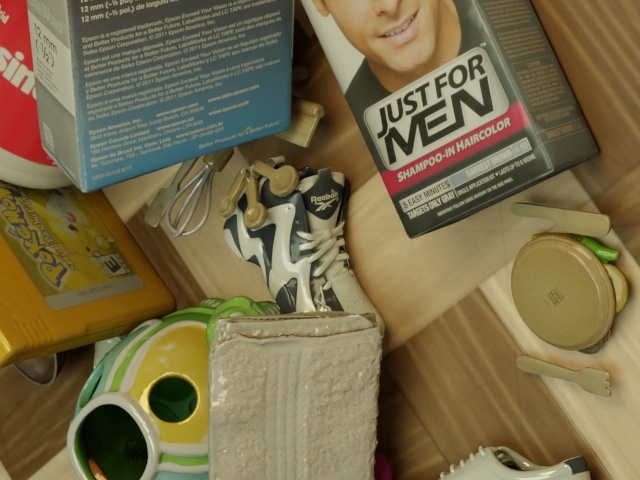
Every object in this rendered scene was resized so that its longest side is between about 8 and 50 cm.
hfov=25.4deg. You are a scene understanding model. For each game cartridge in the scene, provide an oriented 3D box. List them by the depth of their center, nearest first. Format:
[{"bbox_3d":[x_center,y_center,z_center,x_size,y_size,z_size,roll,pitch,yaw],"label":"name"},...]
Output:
[{"bbox_3d":[-0.341,-0.001,1.665,0.053,0.324,0.285,-41,78,23],"label":"game cartridge"}]

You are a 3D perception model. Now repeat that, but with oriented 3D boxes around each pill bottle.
[{"bbox_3d":[-0.266,-0.267,1.602,0.229,0.229,0.407,51,125,14],"label":"pill bottle"}]

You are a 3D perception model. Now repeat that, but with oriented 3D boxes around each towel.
[{"bbox_3d":[-0.028,0.209,1.525,0.049,0.187,0.282,-119,27,-67],"label":"towel"}]

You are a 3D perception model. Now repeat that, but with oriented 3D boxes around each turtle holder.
[{"bbox_3d":[-0.145,0.201,1.637,0.320,0.227,0.243,-16,91,36],"label":"turtle holder"}]

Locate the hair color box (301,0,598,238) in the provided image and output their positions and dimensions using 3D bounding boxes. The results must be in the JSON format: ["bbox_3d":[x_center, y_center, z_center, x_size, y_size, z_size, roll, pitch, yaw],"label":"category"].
[{"bbox_3d":[0.106,-0.212,1.421,0.185,0.114,0.374,-27,85,37],"label":"hair color box"}]

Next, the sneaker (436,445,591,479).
[{"bbox_3d":[0.177,0.265,1.523,0.258,0.094,0.091,-4,84,31],"label":"sneaker"}]

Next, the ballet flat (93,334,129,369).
[{"bbox_3d":[-0.255,0.173,1.813,0.070,0.070,0.188,-22,89,37],"label":"ballet flat"}]

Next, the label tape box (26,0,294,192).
[{"bbox_3d":[-0.156,-0.245,1.406,0.115,0.249,0.347,43,142,43],"label":"label tape box"}]

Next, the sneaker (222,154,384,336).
[{"bbox_3d":[0.000,0.000,1.564,0.235,0.094,0.153,49,134,27],"label":"sneaker"}]

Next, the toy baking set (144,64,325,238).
[{"bbox_3d":[-0.105,-0.098,1.593,0.256,0.030,0.196,-9,60,40],"label":"toy baking set"}]

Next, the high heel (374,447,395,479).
[{"bbox_3d":[-0.072,0.364,1.657,0.127,0.181,0.377,54,126,13],"label":"high heel"}]

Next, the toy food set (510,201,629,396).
[{"bbox_3d":[0.253,0.053,1.440,0.132,0.038,0.192,13,115,40],"label":"toy food set"}]

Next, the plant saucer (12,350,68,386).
[{"bbox_3d":[-0.406,0.042,1.836,0.310,0.050,0.310,39,144,36],"label":"plant saucer"}]
